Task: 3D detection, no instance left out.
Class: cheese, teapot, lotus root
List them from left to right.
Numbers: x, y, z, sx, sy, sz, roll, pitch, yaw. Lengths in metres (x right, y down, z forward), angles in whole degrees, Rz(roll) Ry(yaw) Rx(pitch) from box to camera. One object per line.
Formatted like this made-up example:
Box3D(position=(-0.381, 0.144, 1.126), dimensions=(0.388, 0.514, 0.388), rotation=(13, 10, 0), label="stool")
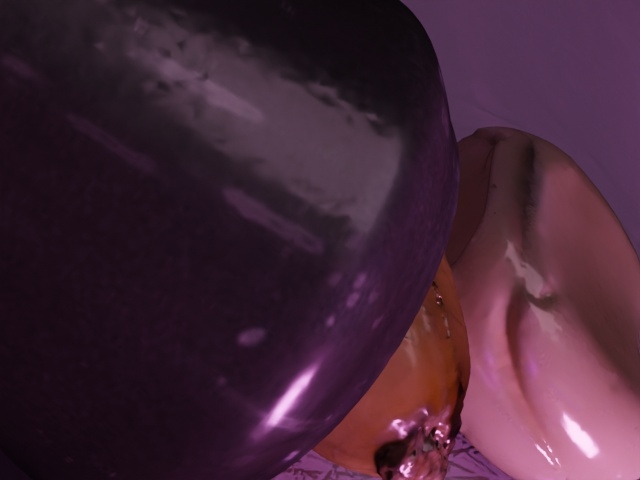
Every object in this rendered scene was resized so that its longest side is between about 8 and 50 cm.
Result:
Box3D(position=(-0.136, -0.079, 0.498), dimensions=(0.344, 0.253, 0.300), rotation=(36, 23, -27), label="teapot")
Box3D(position=(-0.002, 0.001, 0.709), dimensions=(0.130, 0.146, 0.303), rotation=(-11, 70, -13), label="lotus root")
Box3D(position=(0.160, 0.048, 0.920), dimensions=(0.233, 0.127, 0.266), rotation=(47, 34, -21), label="cheese")
